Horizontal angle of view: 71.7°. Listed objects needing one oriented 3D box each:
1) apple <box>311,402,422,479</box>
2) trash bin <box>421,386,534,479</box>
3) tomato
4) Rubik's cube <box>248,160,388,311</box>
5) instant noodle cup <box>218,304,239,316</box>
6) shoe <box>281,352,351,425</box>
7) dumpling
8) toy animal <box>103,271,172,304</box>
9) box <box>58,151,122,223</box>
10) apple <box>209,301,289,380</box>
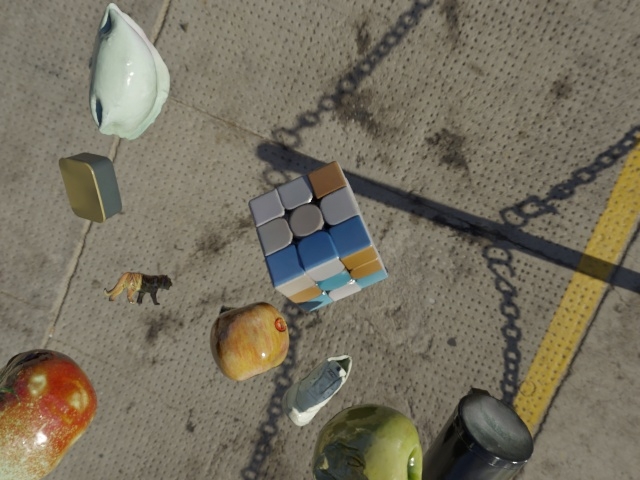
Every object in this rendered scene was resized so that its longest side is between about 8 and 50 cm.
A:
[{"bbox_3d":[0.119,0.531,1.074,0.278,0.279,0.280,0,95,5],"label":"apple"},{"bbox_3d":[0.401,0.589,1.197,0.202,0.252,0.302,14,119,-10],"label":"trash bin"},{"bbox_3d":[-0.686,0.420,1.051,0.303,0.303,0.239,-39,117,7],"label":"tomato"},{"bbox_3d":[0.000,0.000,1.535,0.344,0.347,0.347,-25,62,6],"label":"Rubik's cube"},{"bbox_3d":[-0.330,0.327,1.746,0.122,0.151,0.152,-3,95,-1],"label":"instant noodle cup"},{"bbox_3d":[0.000,0.518,1.611,0.132,0.342,0.211,45,116,13],"label":"shoe"},{"bbox_3d":[-0.339,-0.288,0.777,0.104,0.149,0.217,6,105,-3],"label":"dumpling"},{"bbox_3d":[-0.543,0.141,1.329,0.056,0.241,0.099,0,79,28],"label":"toy animal"},{"bbox_3d":[-0.712,-0.169,1.387,0.144,0.090,0.201,13,123,21],"label":"box"},{"bbox_3d":[-0.189,0.267,1.182,0.210,0.211,0.188,-22,80,6],"label":"apple"}]
